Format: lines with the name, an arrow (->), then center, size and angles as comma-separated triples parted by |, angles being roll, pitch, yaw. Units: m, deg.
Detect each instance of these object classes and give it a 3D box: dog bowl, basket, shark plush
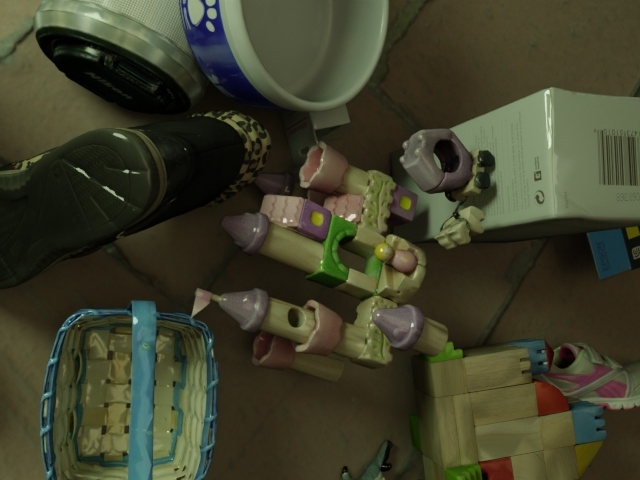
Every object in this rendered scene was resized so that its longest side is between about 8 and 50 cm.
dog bowl -> -0.036, -0.288, 0.939 | 0.265, 0.104, 0.264 | -11, 105, -47
basket -> -0.217, 0.199, 0.901 | 0.201, 0.289, 0.254 | 4, 83, -20
shark plush -> 0.053, 0.352, 1.123 | 0.067, 0.073, 0.161 | 35, 77, 16

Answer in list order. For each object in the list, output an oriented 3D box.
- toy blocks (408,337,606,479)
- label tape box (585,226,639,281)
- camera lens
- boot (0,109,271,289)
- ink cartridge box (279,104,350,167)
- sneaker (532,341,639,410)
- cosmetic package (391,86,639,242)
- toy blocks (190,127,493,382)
toy blocks -> 0.283, 0.293, 1.116 | 0.261, 0.191, 0.381 | -7, 88, -11
label tape box -> 0.530, -0.088, 1.312 | 0.334, 0.106, 0.240 | -16, 92, -21
camera lens -> -0.211, -0.313, 0.983 | 0.219, 0.219, 0.274 | 25, 78, -18
boot -> -0.263, -0.061, 0.954 | 0.284, 0.377, 0.138 | -29, 98, -58
ink cartridge box -> -0.017, -0.203, 1.112 | 0.060, 0.104, 0.180 | -16, 92, -23
sneaker -> 0.433, 0.215, 1.252 | 0.252, 0.103, 0.111 | -7, 90, -22
cosmetic package -> 0.274, -0.081, 1.065 | 0.217, 0.385, 0.156 | 0, 87, -24
toy blocks -> 0.000, 0.000, 0.969 | 0.260, 0.309, 0.288 | 24, 64, -24
